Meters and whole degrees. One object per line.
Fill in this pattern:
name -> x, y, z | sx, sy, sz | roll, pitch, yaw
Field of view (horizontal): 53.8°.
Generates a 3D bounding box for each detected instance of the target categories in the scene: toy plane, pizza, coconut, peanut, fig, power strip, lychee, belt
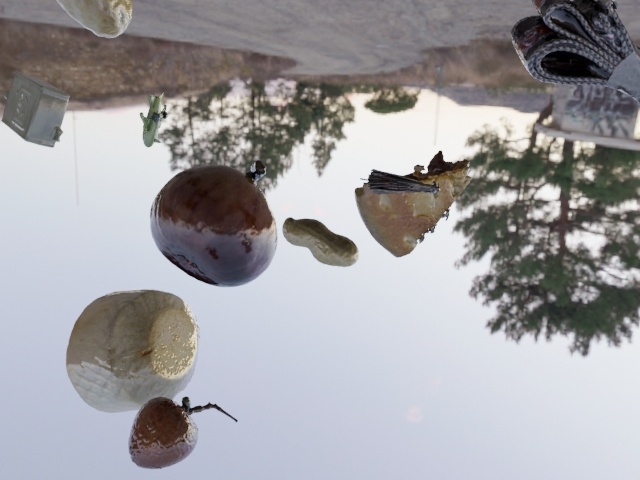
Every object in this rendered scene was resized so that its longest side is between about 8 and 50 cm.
toy plane -> -0.322, -0.231, 1.219 | 0.040, 0.111, 0.102 | 17, -156, 11
pizza -> 0.153, -0.076, 1.013 | 0.194, 0.154, 0.069 | -33, -153, 6
coconut -> -0.452, 0.258, 1.511 | 0.328, 0.329, 0.329 | 3, -164, -1
peanut -> 0.000, 0.000, 0.627 | 0.083, 0.037, 0.037 | 29, -158, 12
fig -> -0.183, -0.029, 1.123 | 0.235, 0.235, 0.214 | 7, -146, 13
power strip -> -0.389, -0.179, 0.839 | 0.042, 0.075, 0.175 | 11, -168, -45
peanut -> -0.391, -0.443, 1.004 | 0.117, 0.263, 0.101 | -10, -131, 6
lychee -> -0.225, 0.284, 0.954 | 0.101, 0.114, 0.140 | -17, -158, 41
belt -> 0.421, -0.233, 0.855 | 0.359, 0.126, 0.094 | 20, -142, -21

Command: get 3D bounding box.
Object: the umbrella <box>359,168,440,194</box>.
umbrella -> 0.076, -0.054, 0.610 | 0.083, 0.031, 0.020 | 5, -137, 25
